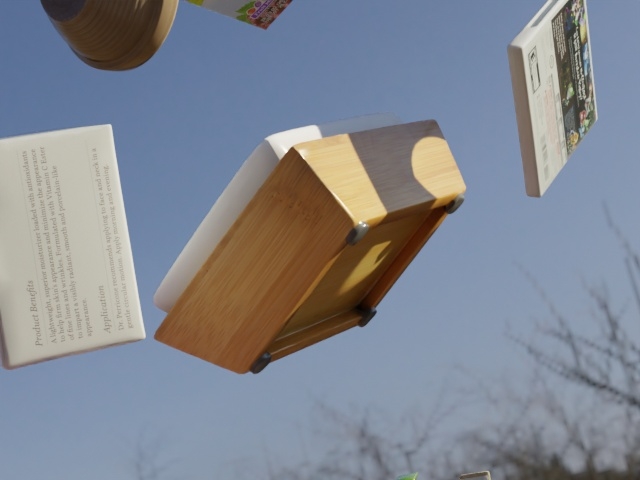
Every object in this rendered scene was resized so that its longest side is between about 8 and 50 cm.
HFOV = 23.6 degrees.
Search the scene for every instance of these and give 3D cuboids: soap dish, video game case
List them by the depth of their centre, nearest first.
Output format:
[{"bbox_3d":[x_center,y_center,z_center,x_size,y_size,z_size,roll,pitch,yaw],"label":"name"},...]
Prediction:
[{"bbox_3d":[0.000,0.000,1.411,0.229,0.118,0.291,-53,-17,25],"label":"soap dish"},{"bbox_3d":[0.259,-0.172,1.696,0.022,0.190,0.173,10,39,31],"label":"video game case"}]

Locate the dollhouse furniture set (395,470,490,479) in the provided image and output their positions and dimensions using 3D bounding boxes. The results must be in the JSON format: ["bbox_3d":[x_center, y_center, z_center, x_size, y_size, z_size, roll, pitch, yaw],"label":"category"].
[{"bbox_3d":[0.135,0.194,1.140,0.152,0.058,0.076,-10,-2,9],"label":"dollhouse furniture set"}]

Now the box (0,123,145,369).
[{"bbox_3d":[-0.236,0.000,1.273,0.119,0.180,0.182,-10,7,-21],"label":"box"}]

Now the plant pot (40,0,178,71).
[{"bbox_3d":[-0.313,-0.354,2.119,0.237,0.237,0.110,-27,-15,39],"label":"plant pot"}]

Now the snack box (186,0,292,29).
[{"bbox_3d":[-0.055,-0.324,1.556,0.207,0.070,0.174,-45,-28,21],"label":"snack box"}]
